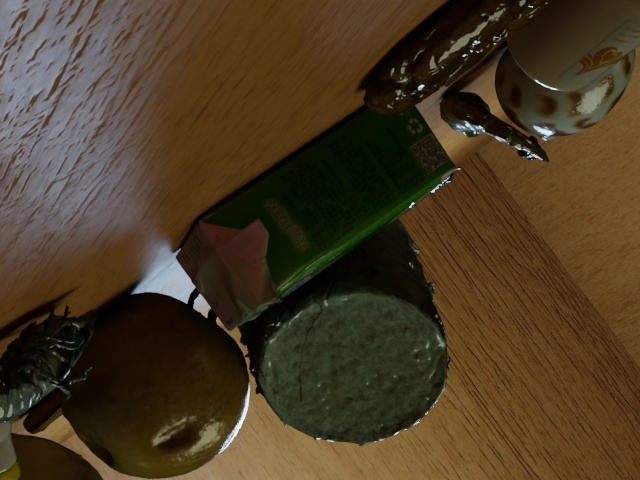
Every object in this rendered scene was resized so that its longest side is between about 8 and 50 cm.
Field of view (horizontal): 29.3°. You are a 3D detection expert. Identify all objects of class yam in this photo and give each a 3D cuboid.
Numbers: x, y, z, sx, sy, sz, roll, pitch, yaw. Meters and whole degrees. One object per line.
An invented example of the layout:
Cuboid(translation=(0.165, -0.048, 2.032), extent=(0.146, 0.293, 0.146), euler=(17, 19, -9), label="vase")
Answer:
Cuboid(translation=(0.024, 0.086, 1.435), extent=(0.241, 0.241, 0.348), euler=(-37, -163, 6), label="yam")

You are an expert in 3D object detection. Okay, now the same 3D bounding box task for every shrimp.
Cuboid(translation=(0.244, -0.153, 1.688), extent=(0.058, 0.173, 0.253), euler=(-62, 167, 8), label="shrimp")
Cuboid(translation=(-0.239, 0.105, 0.980), extent=(0.082, 0.076, 0.174), euler=(-12, -169, 32), label="shrimp")

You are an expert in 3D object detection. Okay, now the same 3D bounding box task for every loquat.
Cuboid(translation=(-0.173, 0.156, 1.326), extent=(0.213, 0.213, 0.213), euler=(-36, 177, -2), label="loquat")

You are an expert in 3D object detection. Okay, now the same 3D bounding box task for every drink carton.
Cuboid(translation=(-0.001, -0.030, 1.228), extent=(0.271, 0.108, 0.161), euler=(-36, 177, -20), label="drink carton")

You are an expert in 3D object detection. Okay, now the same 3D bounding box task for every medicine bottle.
Cuboid(translation=(0.277, -0.239, 1.123), extent=(0.114, 0.114, 0.252), euler=(-35, 176, -32), label="medicine bottle")

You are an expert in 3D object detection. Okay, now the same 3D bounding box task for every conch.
Cuboid(translation=(0.315, -0.215, 1.579), extent=(0.182, 0.149, 0.275), euler=(-39, 180, -21), label="conch")

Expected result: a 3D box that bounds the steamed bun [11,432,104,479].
Cuboid(translation=(-0.335, 0.299, 1.152), extent=(0.273, 0.166, 0.232), euler=(2, -145, 28), label="steamed bun")

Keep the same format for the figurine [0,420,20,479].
Cuboid(translation=(-0.346, 0.189, 1.037), extent=(0.178, 0.109, 0.130), euler=(-32, 154, -15), label="figurine")

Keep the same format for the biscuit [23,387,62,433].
Cuboid(translation=(-0.339, 0.204, 1.766), extent=(0.228, 0.031, 0.176), euler=(-38, 178, -2), label="biscuit")

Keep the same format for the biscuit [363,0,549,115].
Cuboid(translation=(0.133, -0.181, 1.064), extent=(0.226, 0.042, 0.226), euler=(-37, 177, -2), label="biscuit")
